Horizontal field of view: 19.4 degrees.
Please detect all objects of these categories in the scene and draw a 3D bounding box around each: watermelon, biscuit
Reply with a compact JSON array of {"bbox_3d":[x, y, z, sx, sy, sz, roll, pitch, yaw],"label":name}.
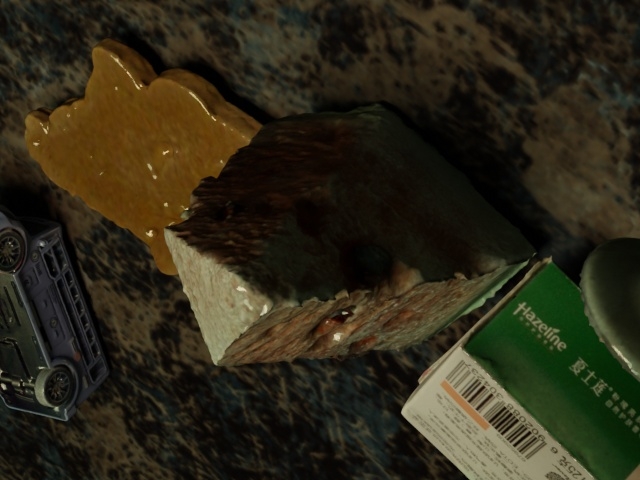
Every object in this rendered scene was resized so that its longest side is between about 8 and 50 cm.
[{"bbox_3d":[0.000,0.000,0.975,0.094,0.241,0.154,-41,84,32],"label":"watermelon"},{"bbox_3d":[-0.083,-0.044,1.159,0.250,0.035,0.162,18,134,32],"label":"biscuit"}]

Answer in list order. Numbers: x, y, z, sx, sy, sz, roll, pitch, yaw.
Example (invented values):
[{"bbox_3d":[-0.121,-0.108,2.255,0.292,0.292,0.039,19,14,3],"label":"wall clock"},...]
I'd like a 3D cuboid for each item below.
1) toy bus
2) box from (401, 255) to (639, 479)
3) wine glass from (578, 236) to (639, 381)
[{"bbox_3d":[-0.207,0.039,1.294,0.073,0.076,0.167,9,127,38],"label":"toy bus"},{"bbox_3d":[0.149,0.119,1.018,0.199,0.081,0.135,47,158,6],"label":"box"},{"bbox_3d":[0.293,0.004,0.752,0.264,0.096,0.309,44,129,6],"label":"wine glass"}]
